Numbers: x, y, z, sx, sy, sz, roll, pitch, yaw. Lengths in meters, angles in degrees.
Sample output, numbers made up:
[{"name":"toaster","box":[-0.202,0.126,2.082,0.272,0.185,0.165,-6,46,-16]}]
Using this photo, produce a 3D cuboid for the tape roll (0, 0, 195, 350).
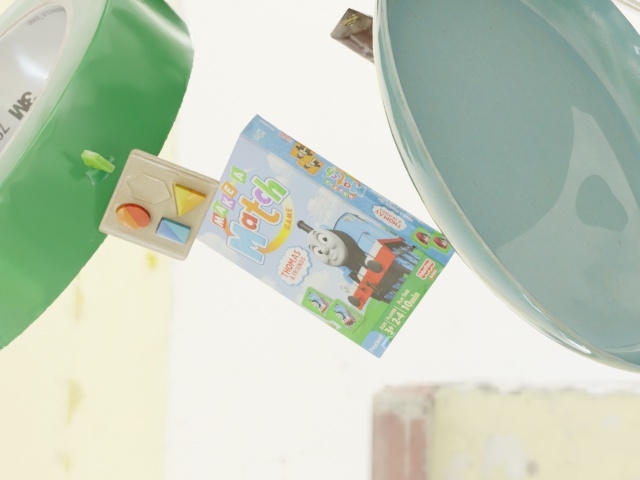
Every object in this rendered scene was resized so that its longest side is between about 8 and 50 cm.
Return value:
[{"name":"tape roll","box":[-0.223,-0.055,0.965,0.077,0.321,0.321,37,-142,-28]}]

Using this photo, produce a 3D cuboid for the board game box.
[{"name":"board game box","box":[0.000,0.000,1.241,0.039,0.211,0.160,-53,-5,-40]}]

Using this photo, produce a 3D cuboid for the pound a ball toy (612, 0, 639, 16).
[{"name":"pound a ball toy","box":[0.242,-0.200,1.034,0.208,0.319,0.136,-64,22,8]}]

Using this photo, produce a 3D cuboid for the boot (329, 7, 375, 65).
[{"name":"boot","box":[0.078,-0.180,1.262,0.114,0.106,0.037,38,-130,-35]}]

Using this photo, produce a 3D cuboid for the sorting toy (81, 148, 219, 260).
[{"name":"sorting toy","box":[-0.109,-0.024,0.824,0.012,0.083,0.062,-98,32,-62]}]

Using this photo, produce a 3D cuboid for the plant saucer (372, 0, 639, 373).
[{"name":"plant saucer","box":[0.141,-0.059,0.831,0.318,0.044,0.317,26,-132,-33]}]
